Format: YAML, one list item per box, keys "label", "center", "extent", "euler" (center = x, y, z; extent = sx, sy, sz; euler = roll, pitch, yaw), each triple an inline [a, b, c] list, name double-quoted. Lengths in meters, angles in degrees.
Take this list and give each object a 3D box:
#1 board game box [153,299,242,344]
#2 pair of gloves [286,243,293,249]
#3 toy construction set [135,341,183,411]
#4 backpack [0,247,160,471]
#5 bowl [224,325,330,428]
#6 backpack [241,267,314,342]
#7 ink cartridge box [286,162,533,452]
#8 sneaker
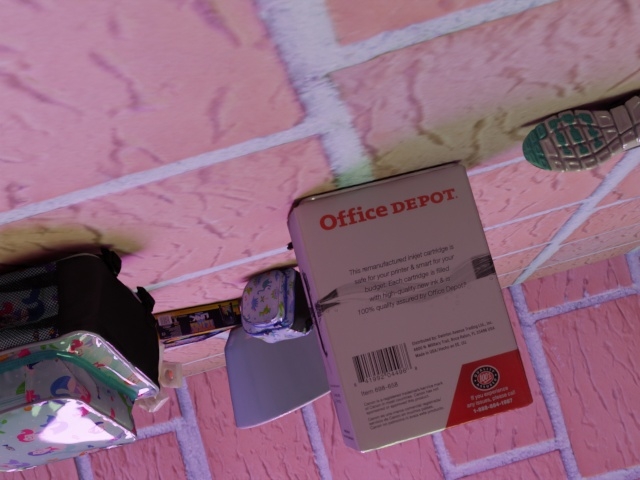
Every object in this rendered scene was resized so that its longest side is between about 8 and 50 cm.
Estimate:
- label: "board game box"
  center: [-0.241, 0.152, 1.791]
  extent: [0.170, 0.048, 0.141]
  euler: [-8, 168, -38]
- label: "pair of gloves"
  center: [0.000, 0.000, 1.377]
  extent: [0.074, 0.010, 0.083]
  euler: [-23, 170, 38]
- label: "toy construction set"
  center: [-0.350, 0.160, 1.386]
  extent: [0.215, 0.151, 0.327]
  euler: [-22, 158, 36]
- label: "backpack"
  center: [-0.314, 0.133, 1.093]
  extent: [0.253, 0.191, 0.225]
  euler: [-9, 152, 11]
- label: "bowl"
  center: [-0.048, 0.190, 1.854]
  extent: [0.311, 0.163, 0.311]
  euler: [-28, -178, 1]
- label: "backpack"
  center: [-0.073, 0.098, 1.584]
  extent: [0.114, 0.105, 0.084]
  euler: [-22, 147, 39]
- label: "ink cartridge box"
  center: [0.092, 0.073, 1.147]
  extent: [0.197, 0.273, 0.114]
  euler: [-14, 175, -10]
- label: "sneaker"
  center: [0.285, -0.105, 1.052]
  extent: [0.166, 0.065, 0.076]
  euler: [-14, 175, 2]
